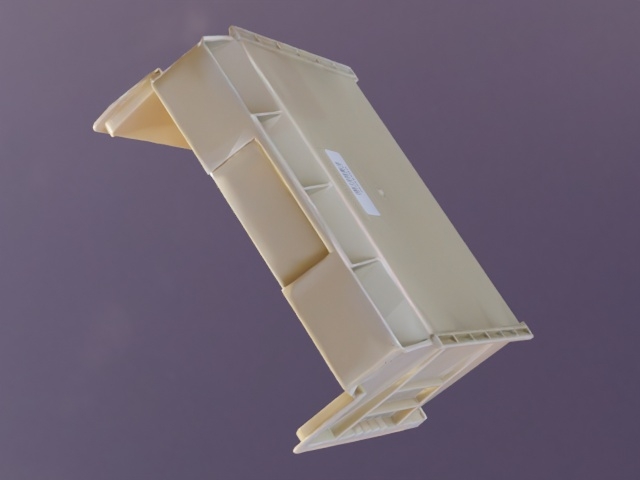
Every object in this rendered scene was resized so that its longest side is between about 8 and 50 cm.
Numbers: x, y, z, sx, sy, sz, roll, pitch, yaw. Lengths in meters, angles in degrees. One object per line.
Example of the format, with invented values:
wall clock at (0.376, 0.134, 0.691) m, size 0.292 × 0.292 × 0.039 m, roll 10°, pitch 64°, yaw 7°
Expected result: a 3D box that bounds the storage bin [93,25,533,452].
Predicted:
storage bin at (0.000, 0.000, 1.137) m, size 0.123 × 0.260 × 0.262 m, roll -37°, pitch -105°, yaw 18°
